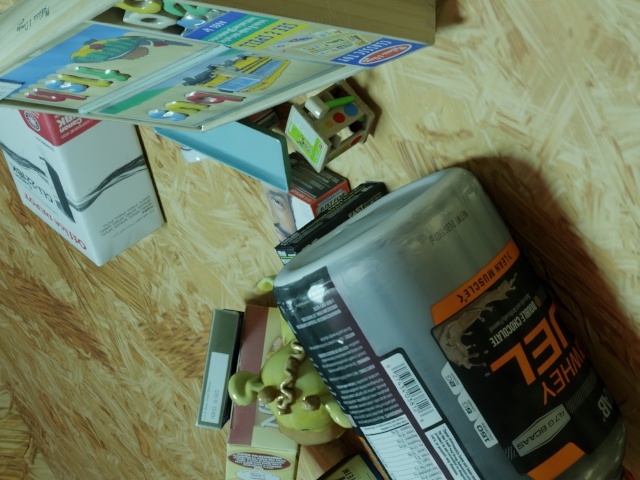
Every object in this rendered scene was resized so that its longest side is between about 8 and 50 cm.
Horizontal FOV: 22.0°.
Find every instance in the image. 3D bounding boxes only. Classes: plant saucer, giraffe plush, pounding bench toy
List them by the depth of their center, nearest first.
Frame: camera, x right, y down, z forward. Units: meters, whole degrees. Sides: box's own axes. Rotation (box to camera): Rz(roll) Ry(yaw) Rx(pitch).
[{"bbox_3d":[0.013,-0.115,1.497,0.052,0.065,0.083,50,157,15],"label":"pounding bench toy"},{"bbox_3d":[0.005,0.128,1.630,0.181,0.170,0.210,-16,124,32],"label":"giraffe plush"},{"bbox_3d":[-0.103,-0.109,1.668,0.192,0.018,0.067,24,140,33],"label":"plant saucer"}]

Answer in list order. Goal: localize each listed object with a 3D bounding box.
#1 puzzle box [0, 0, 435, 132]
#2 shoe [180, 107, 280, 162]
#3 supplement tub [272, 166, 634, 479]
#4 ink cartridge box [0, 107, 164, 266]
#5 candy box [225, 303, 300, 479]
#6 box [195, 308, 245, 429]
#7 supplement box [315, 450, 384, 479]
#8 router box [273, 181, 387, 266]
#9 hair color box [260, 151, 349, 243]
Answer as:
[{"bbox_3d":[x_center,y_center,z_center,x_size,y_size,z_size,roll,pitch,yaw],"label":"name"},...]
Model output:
[{"bbox_3d":[-0.125,-0.165,1.407,0.409,0.272,0.052,-14,74,59],"label":"puzzle box"},{"bbox_3d":[-0.110,-0.137,1.727,0.081,0.063,0.178,61,152,-9],"label":"shoe"},{"bbox_3d":[0.125,0.124,1.420,0.338,0.207,0.207,58,158,-7],"label":"supplement tub"},{"bbox_3d":[-0.322,-0.130,2.089,0.197,0.114,0.273,35,151,39],"label":"ink cartridge box"},{"bbox_3d":[-0.066,0.234,1.989,0.087,0.183,0.316,7,149,-1],"label":"candy box"},{"bbox_3d":[-0.117,0.151,1.976,0.225,0.036,0.136,65,-147,-87],"label":"box"},{"bbox_3d":[0.025,0.312,2.045,0.056,0.083,0.083,54,158,2],"label":"supplement box"},{"bbox_3d":[0.027,0.013,1.574,0.038,0.122,0.092,0,123,58],"label":"router box"},{"bbox_3d":[0.000,0.000,1.702,0.093,0.053,0.167,31,146,46],"label":"hair color box"}]
